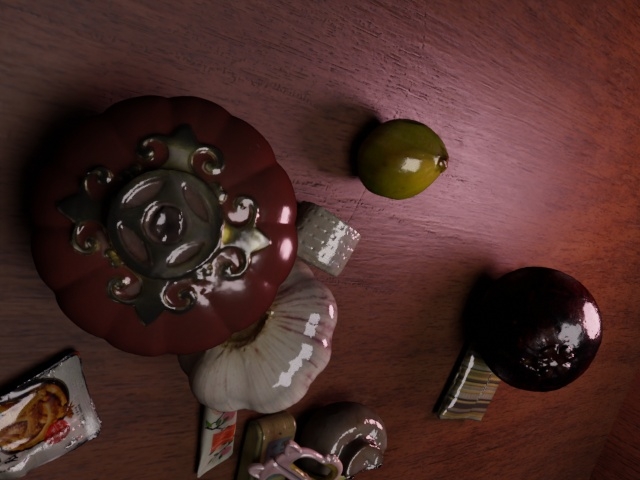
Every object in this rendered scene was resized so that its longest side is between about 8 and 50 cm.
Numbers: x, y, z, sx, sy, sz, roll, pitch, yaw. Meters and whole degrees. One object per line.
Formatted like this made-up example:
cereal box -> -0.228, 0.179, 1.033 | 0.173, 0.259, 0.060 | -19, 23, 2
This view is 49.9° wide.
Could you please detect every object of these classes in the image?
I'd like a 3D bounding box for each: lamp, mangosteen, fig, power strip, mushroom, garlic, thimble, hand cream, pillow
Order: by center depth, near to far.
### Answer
lamp -> -0.175, -0.017, 0.797 | 0.303, 0.257, 0.303 | 0, 89, -10
garlic -> -0.091, 0.141, 1.026 | 0.245, 0.245, 0.253 | -53, 163, -10
thimble -> 0.000, 0.000, 1.109 | 0.115, 0.102, 0.090 | 31, 88, -19
hand cream -> -0.169, 0.295, 1.143 | 0.080, 0.050, 0.234 | -22, 131, -43
fig -> 0.134, -0.138, 1.160 | 0.153, 0.121, 0.136 | -30, 139, -1
power strip -> -0.120, 0.499, 1.283 | 0.092, 0.066, 0.388 | -4, 114, -41
mushroom -> 0.041, 0.374, 1.327 | 0.188, 0.141, 0.117 | -14, 101, -34
mangosteen -> 0.496, 0.195, 1.602 | 0.297, 0.293, 0.297 | -11, 131, -13
pillow -> 0.393, 0.359, 1.731 | 0.208, 0.052, 0.212 | 19, 96, -45

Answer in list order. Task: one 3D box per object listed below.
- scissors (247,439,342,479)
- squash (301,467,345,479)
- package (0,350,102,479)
scissors -> 0.003, 0.464, 1.258 | 0.160, 0.024, 0.317 | -36, 122, 12
squash -> 0.004, 0.458, 1.392 | 0.191, 0.085, 0.184 | -10, 149, -45
package -> -0.405, 0.257, 0.891 | 0.239, 0.030, 0.154 | -28, 131, -33
